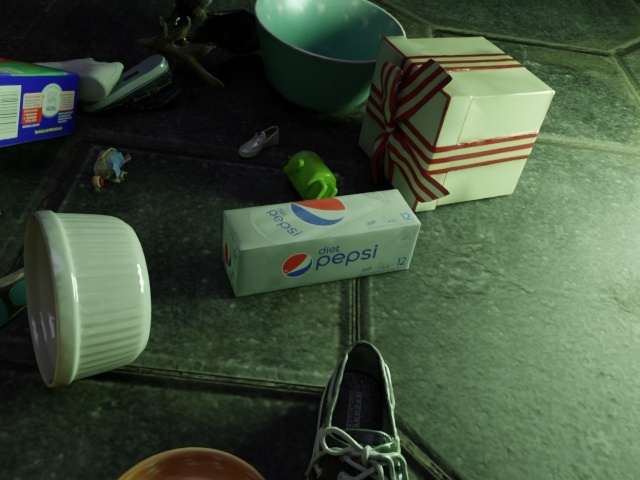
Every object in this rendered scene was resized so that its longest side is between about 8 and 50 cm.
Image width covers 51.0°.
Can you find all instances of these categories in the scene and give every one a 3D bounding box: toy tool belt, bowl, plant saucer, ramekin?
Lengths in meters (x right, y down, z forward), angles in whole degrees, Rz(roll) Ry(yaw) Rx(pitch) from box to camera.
[{"bbox_3d":[-0.344,-0.117,1.108,0.051,0.052,0.083,-2,42,0],"label":"toy tool belt"},{"bbox_3d":[0.006,-0.380,1.382,0.311,0.163,0.312,8,43,-8],"label":"bowl"},{"bbox_3d":[-0.134,0.306,0.677,0.199,0.037,0.200,6,40,-5],"label":"plant saucer"},{"bbox_3d":[-0.281,0.064,0.805,0.109,0.207,0.207,-5,42,-32],"label":"ramekin"}]

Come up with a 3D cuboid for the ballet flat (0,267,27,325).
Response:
[{"bbox_3d":[-0.421,0.078,0.880,0.052,0.057,0.168,6,27,41],"label":"ballet flat"}]

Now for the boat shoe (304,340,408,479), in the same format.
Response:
[{"bbox_3d":[0.042,0.244,0.730,0.113,0.105,0.306,11,41,2],"label":"boat shoe"}]

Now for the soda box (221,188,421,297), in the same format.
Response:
[{"bbox_3d":[0.000,0.000,1.008,0.286,0.098,0.091,-9,44,-19],"label":"soda box"}]

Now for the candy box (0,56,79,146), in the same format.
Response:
[{"bbox_3d":[-0.600,-0.248,1.082,0.316,0.122,0.268,12,15,3],"label":"candy box"}]

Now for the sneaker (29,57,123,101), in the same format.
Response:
[{"bbox_3d":[-0.465,-0.308,1.256,0.212,0.080,0.094,9,48,18],"label":"sneaker"}]

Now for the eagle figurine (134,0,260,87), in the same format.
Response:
[{"bbox_3d":[-0.251,-0.440,1.382,0.225,0.226,0.298,-15,27,28],"label":"eagle figurine"}]

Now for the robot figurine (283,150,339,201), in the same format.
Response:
[{"bbox_3d":[-0.017,-0.108,1.149,0.101,0.067,0.115,13,31,-41],"label":"robot figurine"}]

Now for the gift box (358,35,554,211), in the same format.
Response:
[{"bbox_3d":[0.225,-0.210,1.174,0.258,0.255,0.276,-9,38,-23],"label":"gift box"}]

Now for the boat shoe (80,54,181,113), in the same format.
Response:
[{"bbox_3d":[-0.359,-0.274,1.281,0.183,0.083,0.065,-28,47,-1],"label":"boat shoe"}]

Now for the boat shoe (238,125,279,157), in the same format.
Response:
[{"bbox_3d":[-0.113,-0.186,1.243,0.035,0.035,0.100,35,46,26],"label":"boat shoe"}]
